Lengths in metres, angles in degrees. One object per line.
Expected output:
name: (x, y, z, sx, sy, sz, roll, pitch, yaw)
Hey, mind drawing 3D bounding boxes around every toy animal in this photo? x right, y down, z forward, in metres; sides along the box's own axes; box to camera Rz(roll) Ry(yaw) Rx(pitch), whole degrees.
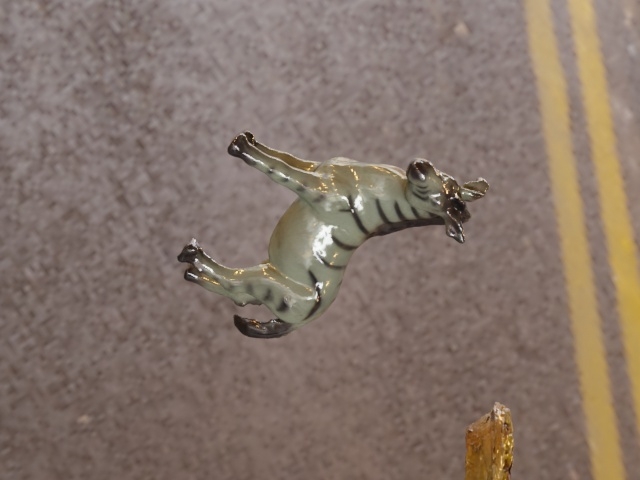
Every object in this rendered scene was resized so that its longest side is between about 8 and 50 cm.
toy animal: (0.002, -0.003, 1.155, 0.176, 0.217, 0.073, 29, 33, 0)

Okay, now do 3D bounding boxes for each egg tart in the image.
egg tart: (0.171, 0.228, 1.656, 0.129, 0.049, 0.129, 2, 90, -79)
